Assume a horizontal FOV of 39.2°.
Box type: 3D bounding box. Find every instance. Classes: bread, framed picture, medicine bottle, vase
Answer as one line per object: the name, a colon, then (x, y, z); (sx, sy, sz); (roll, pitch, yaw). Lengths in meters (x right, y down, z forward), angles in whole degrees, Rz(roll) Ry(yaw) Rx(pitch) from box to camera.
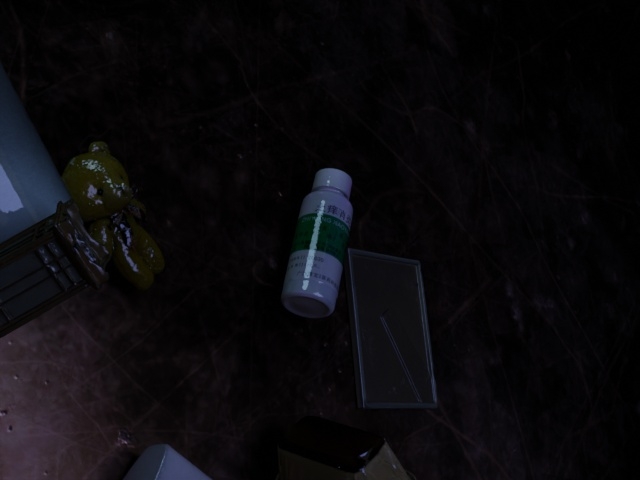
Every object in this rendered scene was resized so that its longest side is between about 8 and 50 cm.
bread: (0.035, 0.379, 1.340); (0.142, 0.224, 0.211); (-36, 121, -40)
framed picture: (0.131, 0.165, 1.657); (0.213, 0.016, 0.289); (10, 68, -44)
medicine bottle: (0.000, 0.000, 1.531); (0.095, 0.095, 0.260); (33, 52, -33)
vase: (-0.422, -0.098, 1.056); (0.245, 0.245, 0.291); (-45, 115, -45)

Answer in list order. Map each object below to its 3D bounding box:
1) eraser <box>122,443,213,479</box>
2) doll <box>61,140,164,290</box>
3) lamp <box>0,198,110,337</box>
eraser: (-0.163, 0.419, 1.206); (0.270, 0.095, 0.174); (45, 51, -24)
doll: (-0.279, -0.031, 1.259); (0.209, 0.097, 0.137); (56, 38, -22)
lamp: (-0.386, 0.078, 0.957); (0.089, 0.325, 0.090); (60, -2, -21)
